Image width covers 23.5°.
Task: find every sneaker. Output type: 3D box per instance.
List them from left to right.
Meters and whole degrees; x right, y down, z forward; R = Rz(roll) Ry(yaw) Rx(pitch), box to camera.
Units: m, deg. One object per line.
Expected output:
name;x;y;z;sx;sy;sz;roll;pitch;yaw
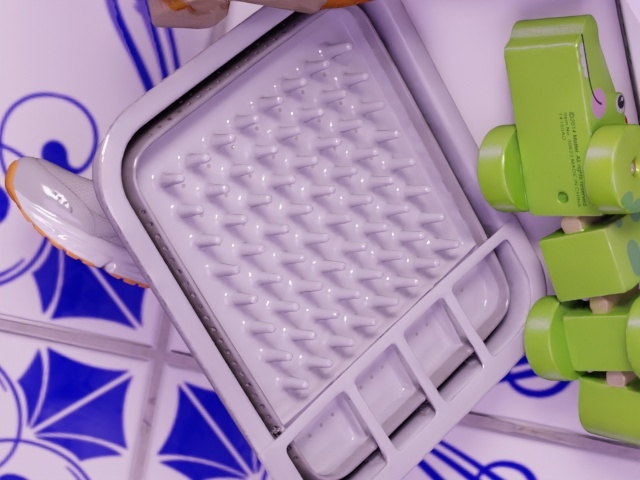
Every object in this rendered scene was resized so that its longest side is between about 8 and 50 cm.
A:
sneaker;-0.101;-0.021;1.138;0.262;0.099;0.121;24;96;-22

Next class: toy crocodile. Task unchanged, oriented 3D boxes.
toy crocodile;0.204;0.000;1.125;0.115;0.105;0.340;-4;107;41

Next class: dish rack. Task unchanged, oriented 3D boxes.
dish rack;0.000;0.000;1.086;0.285;0.072;0.332;-41;112;-29

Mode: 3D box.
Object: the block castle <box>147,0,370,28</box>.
block castle;0.063;-0.305;0.892;0.453;0.303;0.212;-14;76;5

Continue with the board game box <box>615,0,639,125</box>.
board game box;0.314;-0.144;1.088;0.193;0.053;0.305;-14;111;7
